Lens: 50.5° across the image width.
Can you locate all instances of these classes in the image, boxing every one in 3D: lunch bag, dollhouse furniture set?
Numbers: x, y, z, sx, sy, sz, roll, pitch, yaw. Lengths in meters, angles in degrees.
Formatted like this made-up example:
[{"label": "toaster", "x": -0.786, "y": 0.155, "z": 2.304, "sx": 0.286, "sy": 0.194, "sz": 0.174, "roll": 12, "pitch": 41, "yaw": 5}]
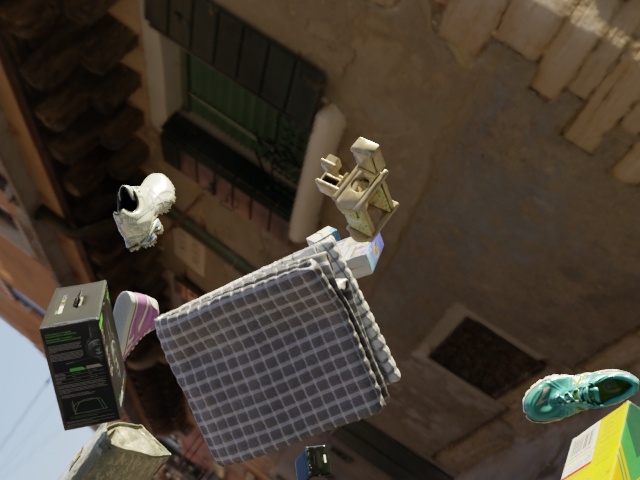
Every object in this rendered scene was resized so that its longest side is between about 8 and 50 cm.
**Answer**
[{"label": "lunch bag", "x": -0.578, "y": 0.617, "z": 1.814, "sx": 0.235, "sy": 0.169, "sz": 0.287, "roll": -52, "pitch": -21, "yaw": -6}, {"label": "dollhouse furniture set", "x": 0.030, "y": -0.103, "z": 1.190, "sx": 0.101, "sy": 0.161, "sz": 0.182, "roll": -52, "pitch": -32, "yaw": -15}]

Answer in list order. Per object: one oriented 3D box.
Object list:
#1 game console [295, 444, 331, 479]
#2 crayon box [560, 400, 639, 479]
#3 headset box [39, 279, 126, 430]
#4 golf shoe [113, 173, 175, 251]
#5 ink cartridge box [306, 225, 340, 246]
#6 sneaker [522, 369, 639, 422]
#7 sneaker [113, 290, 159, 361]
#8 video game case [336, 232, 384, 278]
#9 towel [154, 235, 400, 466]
[{"label": "game console", "x": -0.024, "y": 0.733, "z": 2.195, "sx": 0.122, "sy": 0.107, "sz": 0.071, "roll": -104, "pitch": 12, "yaw": -57}, {"label": "crayon box", "x": 0.526, "y": 0.480, "z": 1.278, "sx": 0.318, "sy": 0.081, "sz": 0.202, "roll": -50, "pitch": -10, "yaw": -42}, {"label": "headset box", "x": -0.559, "y": 0.256, "z": 1.616, "sx": 0.246, "sy": 0.131, "sz": 0.283, "roll": -127, "pitch": 29, "yaw": -69}, {"label": "golf shoe", "x": -0.286, "y": -0.068, "z": 1.096, "sx": 0.176, "sy": 0.069, "sz": 0.086, "roll": -91, "pitch": -21, "yaw": -49}, {"label": "ink cartridge box", "x": 0.000, "y": 0.000, "z": 1.644, "sx": 0.083, "sy": 0.028, "sz": 0.048, "roll": -31, "pitch": 23, "yaw": -19}, {"label": "sneaker", "x": 0.615, "y": 0.362, "z": 1.609, "sx": 0.275, "sy": 0.107, "sz": 0.110, "roll": -18, "pitch": -11, "yaw": 4}, {"label": "sneaker", "x": -0.590, "y": 0.308, "z": 2.135, "sx": 0.161, "sy": 0.102, "sz": 0.282, "roll": 23, "pitch": -91, "yaw": -55}, {"label": "video game case", "x": 0.036, "y": 0.061, "z": 1.815, "sx": 0.244, "sy": 0.061, "sz": 0.269, "roll": -20, "pitch": 10, "yaw": 16}, {"label": "towel", "x": -0.062, "y": 0.156, "z": 0.922, "sx": 0.283, "sy": 0.235, "sz": 0.121, "roll": -24, "pitch": 1, "yaw": 17}]
